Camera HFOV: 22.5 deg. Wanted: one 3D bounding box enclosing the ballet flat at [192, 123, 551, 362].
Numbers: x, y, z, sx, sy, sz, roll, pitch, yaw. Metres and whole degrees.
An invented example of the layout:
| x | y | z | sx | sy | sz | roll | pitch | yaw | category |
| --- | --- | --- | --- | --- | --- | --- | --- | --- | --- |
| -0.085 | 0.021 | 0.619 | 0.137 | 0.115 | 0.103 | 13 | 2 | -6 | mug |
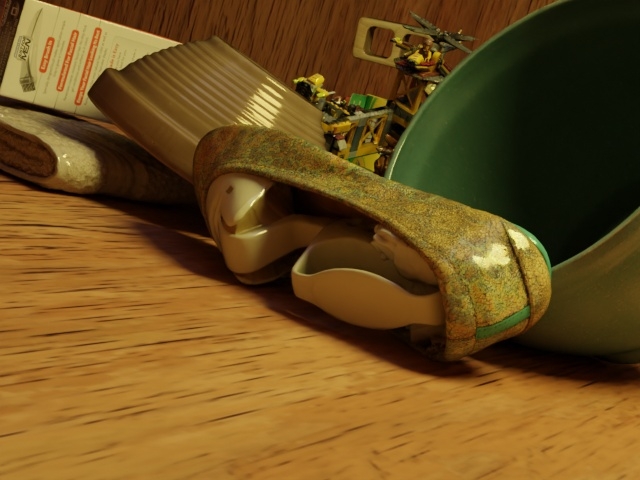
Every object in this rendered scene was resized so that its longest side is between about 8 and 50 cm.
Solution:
| x | y | z | sx | sy | sz | roll | pitch | yaw | category |
| --- | --- | --- | --- | --- | --- | --- | --- | --- | --- |
| 0.000 | 0.000 | 1.143 | 0.348 | 0.123 | 0.123 | 21 | 8 | 39 | ballet flat |

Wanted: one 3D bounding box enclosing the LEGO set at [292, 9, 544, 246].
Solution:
| x | y | z | sx | sy | sz | roll | pitch | yaw | category |
| --- | --- | --- | --- | --- | --- | --- | --- | --- | --- |
| 0.131 | -0.110 | 1.492 | 0.255 | 0.192 | 0.331 | -9 | 36 | -43 | LEGO set |

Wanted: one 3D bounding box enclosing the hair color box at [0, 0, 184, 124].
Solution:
| x | y | z | sx | sy | sz | roll | pitch | yaw | category |
| --- | --- | --- | --- | --- | --- | --- | --- | --- | --- |
| -0.218 | -0.162 | 1.491 | 0.167 | 0.093 | 0.053 | 14 | 6 | -33 | hair color box |

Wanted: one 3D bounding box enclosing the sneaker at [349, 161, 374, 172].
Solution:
| x | y | z | sx | sy | sz | roll | pitch | yaw | category |
| --- | --- | --- | --- | --- | --- | --- | --- | --- | --- |
| 0.075 | -0.026 | 1.603 | 0.192 | 0.064 | 0.086 | 29 | 16 | 29 | sneaker |

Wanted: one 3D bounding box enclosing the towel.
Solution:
| x | y | z | sx | sy | sz | roll | pitch | yaw | category |
| --- | --- | --- | --- | --- | --- | --- | --- | --- | --- |
| -0.255 | -0.094 | 1.435 | 0.282 | 0.049 | 0.187 | 23 | 10 | 37 | towel |

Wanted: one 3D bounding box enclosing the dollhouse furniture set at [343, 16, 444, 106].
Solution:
| x | y | z | sx | sy | sz | roll | pitch | yaw | category |
| --- | --- | --- | --- | --- | --- | --- | --- | --- | --- |
| 0.138 | -0.255 | 2.236 | 0.152 | 0.374 | 0.201 | 14 | 8 | 13 | dollhouse furniture set |

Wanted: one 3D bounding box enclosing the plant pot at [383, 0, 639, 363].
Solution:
| x | y | z | sx | sy | sz | roll | pitch | yaw | category |
| --- | --- | --- | --- | --- | --- | --- | --- | --- | --- |
| 0.221 | -0.025 | 1.257 | 0.196 | 0.293 | 0.293 | 44 | -9 | -33 | plant pot |

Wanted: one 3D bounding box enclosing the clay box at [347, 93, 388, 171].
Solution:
| x | y | z | sx | sy | sz | roll | pitch | yaw | category |
| --- | --- | --- | --- | --- | --- | --- | --- | --- | --- |
| 0.105 | -0.101 | 1.959 | 0.053 | 0.127 | 0.222 | 23 | 10 | 40 | clay box |

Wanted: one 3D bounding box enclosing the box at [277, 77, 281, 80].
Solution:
| x | y | z | sx | sy | sz | roll | pitch | yaw | category |
| --- | --- | --- | --- | --- | --- | --- | --- | --- | --- |
| -0.124 | -0.193 | 2.221 | 0.101 | 0.102 | 0.087 | 19 | 6 | 14 | box |

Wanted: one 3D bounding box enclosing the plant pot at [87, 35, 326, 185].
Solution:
| x | y | z | sx | sy | sz | roll | pitch | yaw | category |
| --- | --- | --- | --- | --- | --- | --- | --- | --- | --- |
| -0.076 | -0.102 | 1.400 | 0.237 | 0.109 | 0.237 | 35 | 6 | -4 | plant pot |
